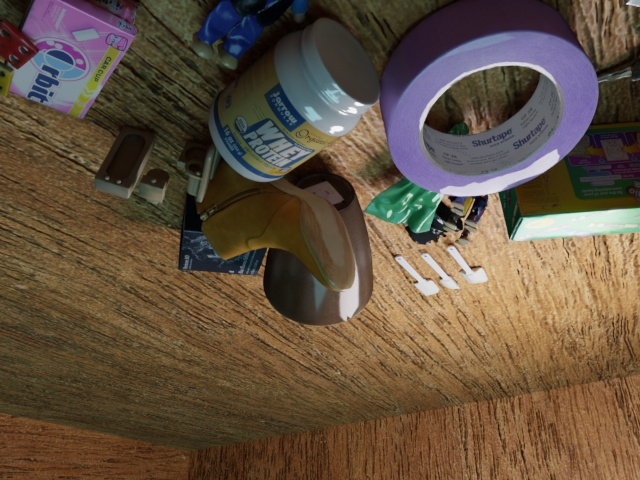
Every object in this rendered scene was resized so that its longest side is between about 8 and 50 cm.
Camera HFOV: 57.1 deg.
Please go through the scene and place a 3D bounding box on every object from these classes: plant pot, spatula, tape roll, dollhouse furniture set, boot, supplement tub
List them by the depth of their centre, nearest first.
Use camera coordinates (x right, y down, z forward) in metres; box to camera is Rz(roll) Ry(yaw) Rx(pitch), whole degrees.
[{"bbox_3d":[-0.036,-0.179,0.770,0.144,0.144,0.199,24,141,-39],"label":"supplement tub"},{"bbox_3d":[0.221,-0.185,0.800,0.274,0.090,0.275,-3,142,-2],"label":"tape roll"},{"bbox_3d":[-0.225,-0.140,0.851,0.151,0.144,0.123,18,142,-8],"label":"dollhouse furniture set"},{"bbox_3d":[-0.083,-0.013,0.936,0.211,0.295,0.104,-36,163,32],"label":"boot"},{"bbox_3d":[0.000,0.000,1.060,0.215,0.215,0.231,-1,136,-4],"label":"plant pot"},{"bbox_3d":[0.212,-0.034,1.160,0.099,0.045,0.121,-20,145,38],"label":"boot"},{"bbox_3d":[0.284,0.069,1.376,0.168,0.019,0.242,-12,149,26],"label":"spatula"}]

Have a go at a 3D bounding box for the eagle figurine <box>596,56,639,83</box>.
[{"bbox_3d":[0.537,-0.132,0.775,0.225,0.299,0.226,-15,175,-22],"label":"eagle figurine"}]

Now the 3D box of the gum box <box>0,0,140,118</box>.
[{"bbox_3d":[-0.307,-0.241,0.716,0.107,0.062,0.188,19,144,-34],"label":"gum box"}]

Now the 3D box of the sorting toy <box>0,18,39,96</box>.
[{"bbox_3d":[-0.440,-0.259,0.624,0.132,0.046,0.274,-15,134,32],"label":"sorting toy"}]

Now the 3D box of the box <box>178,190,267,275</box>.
[{"bbox_3d":[-0.182,-0.011,1.108,0.158,0.093,0.156,6,149,-14],"label":"box"}]

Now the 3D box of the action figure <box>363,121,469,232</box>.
[{"bbox_3d":[0.184,-0.111,0.998,0.137,0.064,0.232,11,141,-21],"label":"action figure"}]

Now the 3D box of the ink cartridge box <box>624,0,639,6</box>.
[{"bbox_3d":[0.422,-0.312,0.677,0.122,0.052,0.088,6,150,-13],"label":"ink cartridge box"}]

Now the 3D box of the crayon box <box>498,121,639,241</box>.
[{"bbox_3d":[0.432,-0.097,0.943,0.278,0.166,0.081,-4,151,2],"label":"crayon box"}]

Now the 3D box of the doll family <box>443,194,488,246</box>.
[{"bbox_3d":[0.265,-0.073,1.034,0.076,0.111,0.193,30,164,9],"label":"doll family"}]

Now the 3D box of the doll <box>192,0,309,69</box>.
[{"bbox_3d":[-0.068,-0.280,0.690,0.129,0.046,0.189,11,147,-42],"label":"doll"}]
